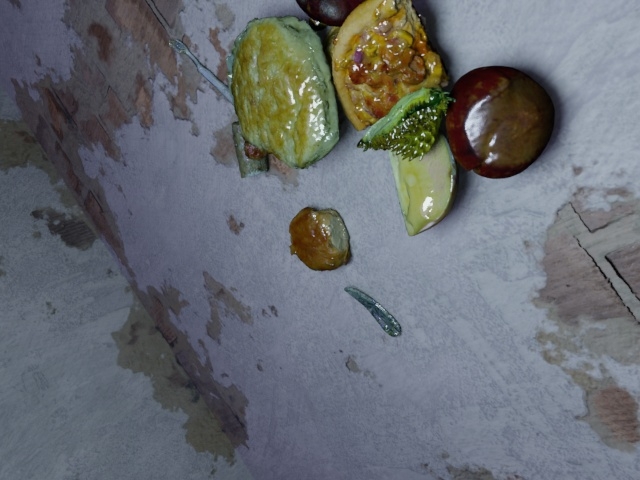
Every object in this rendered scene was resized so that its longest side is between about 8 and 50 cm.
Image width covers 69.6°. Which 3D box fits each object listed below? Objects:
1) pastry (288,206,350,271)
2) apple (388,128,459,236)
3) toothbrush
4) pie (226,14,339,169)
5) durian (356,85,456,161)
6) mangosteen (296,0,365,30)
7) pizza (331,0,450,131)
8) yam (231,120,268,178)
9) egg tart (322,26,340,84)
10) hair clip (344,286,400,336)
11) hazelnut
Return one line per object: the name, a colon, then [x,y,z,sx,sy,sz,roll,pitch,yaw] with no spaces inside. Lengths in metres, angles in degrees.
pastry: [0.000,0.000,1.480,0.229,0.100,0.218,47,131,19]
apple: [0.269,-0.161,1.108,0.193,0.120,0.265,-31,68,57]
toothbrush: [-0.373,-0.551,1.564,0.413,0.042,0.035,44,134,12]
pie: [-0.096,-0.395,1.251,0.418,0.180,0.395,16,121,53]
durian: [0.199,-0.251,1.013,0.106,0.132,0.375,26,165,-20]
mangosteen: [0.033,-0.580,1.069,0.231,0.231,0.289,51,158,8]
pizza: [0.152,-0.384,1.063,0.277,0.114,0.409,24,157,-1]
yam: [-0.229,-0.298,1.521,0.107,0.107,0.194,15,121,36]
egg tart: [0.070,-0.469,1.186,0.191,0.074,0.191,18,122,32]
hair clip: [0.170,0.223,1.492,0.229,0.036,0.066,42,139,9]
hazelnut: [0.368,-0.246,0.958,0.218,0.218,0.234,1,116,42]
